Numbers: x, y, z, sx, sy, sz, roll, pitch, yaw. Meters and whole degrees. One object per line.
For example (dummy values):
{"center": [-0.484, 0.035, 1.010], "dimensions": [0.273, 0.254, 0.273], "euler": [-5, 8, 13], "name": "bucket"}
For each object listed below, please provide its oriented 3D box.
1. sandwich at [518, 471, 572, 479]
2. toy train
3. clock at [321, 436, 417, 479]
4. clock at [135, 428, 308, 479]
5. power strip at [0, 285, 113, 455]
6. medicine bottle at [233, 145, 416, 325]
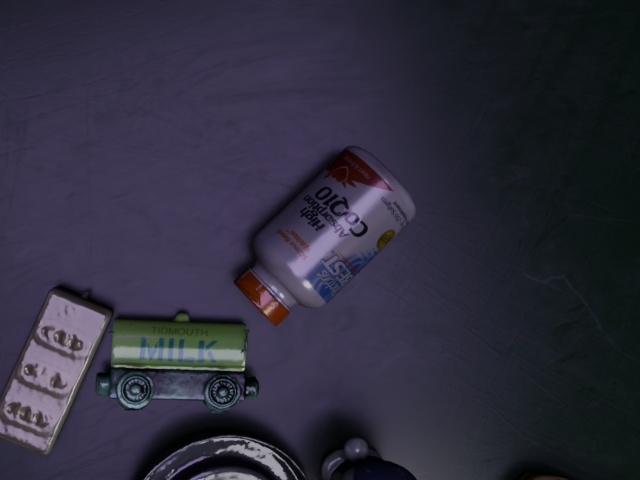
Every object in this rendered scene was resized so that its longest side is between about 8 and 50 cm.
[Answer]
{"center": [0.400, 0.547, 1.517], "dimensions": [0.249, 0.095, 0.273], "euler": [27, 89, -6], "name": "sandwich"}
{"center": [-0.221, 0.191, 1.408], "dimensions": [0.253, 0.105, 0.157], "euler": [3, 78, -9], "name": "toy train"}
{"center": [0.077, 0.405, 1.385], "dimensions": [0.146, 0.243, 0.200], "euler": [-9, 92, -11], "name": "clock"}
{"center": [-0.160, 0.456, 1.413], "dimensions": [0.318, 0.066, 0.319], "euler": [-1, 94, -19], "name": "clock"}
{"center": [-0.416, 0.195, 1.385], "dimensions": [0.105, 0.070, 0.257], "euler": [24, 88, -10], "name": "power strip"}
{"center": [0.000, 0.000, 1.396], "dimensions": [0.288, 0.157, 0.157], "euler": [-44, 98, -5], "name": "medicine bottle"}
